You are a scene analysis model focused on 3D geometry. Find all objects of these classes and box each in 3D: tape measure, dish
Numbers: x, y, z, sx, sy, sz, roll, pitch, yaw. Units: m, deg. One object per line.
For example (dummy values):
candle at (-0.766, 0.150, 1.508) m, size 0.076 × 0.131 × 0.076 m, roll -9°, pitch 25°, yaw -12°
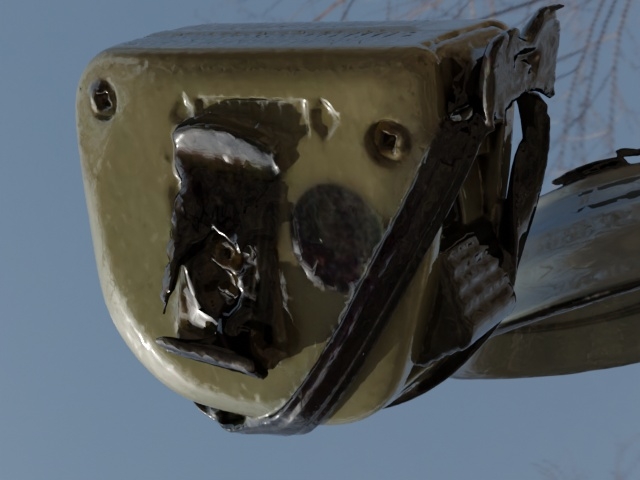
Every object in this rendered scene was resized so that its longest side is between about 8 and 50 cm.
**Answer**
tape measure at (0.000, 0.000, 0.710) m, size 0.133 × 0.271 × 0.231 m, roll -29°, pitch -64°, yaw -55°
dish at (0.220, 0.012, 0.931) m, size 0.316 × 0.316 × 0.106 m, roll -8°, pitch -108°, yaw -15°
